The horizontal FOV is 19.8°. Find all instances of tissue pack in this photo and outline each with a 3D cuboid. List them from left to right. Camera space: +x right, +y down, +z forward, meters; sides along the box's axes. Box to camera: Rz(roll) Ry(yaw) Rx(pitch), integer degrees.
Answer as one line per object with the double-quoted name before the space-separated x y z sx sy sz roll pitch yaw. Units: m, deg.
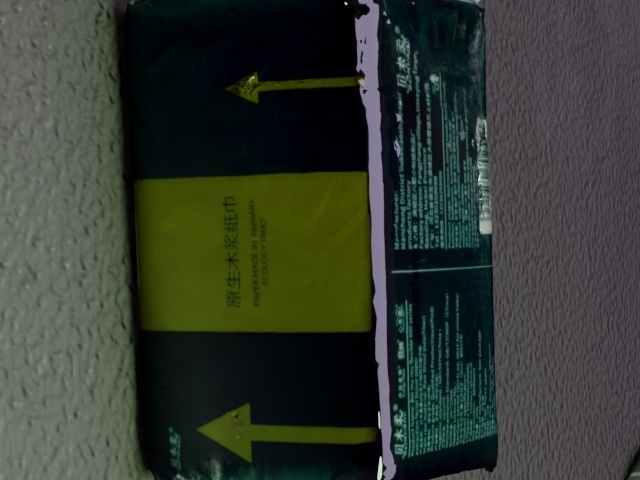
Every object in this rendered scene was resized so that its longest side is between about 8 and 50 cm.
"tissue pack" 0.000 0.000 1.527 0.264 0.253 0.417 -6 92 -60

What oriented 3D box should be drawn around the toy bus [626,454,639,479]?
"toy bus" 0.462 0.332 2.533 0.123 0.060 0.075 -48 124 -50
